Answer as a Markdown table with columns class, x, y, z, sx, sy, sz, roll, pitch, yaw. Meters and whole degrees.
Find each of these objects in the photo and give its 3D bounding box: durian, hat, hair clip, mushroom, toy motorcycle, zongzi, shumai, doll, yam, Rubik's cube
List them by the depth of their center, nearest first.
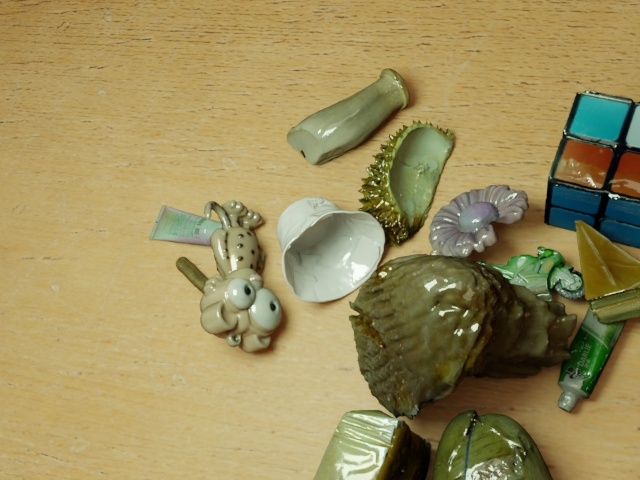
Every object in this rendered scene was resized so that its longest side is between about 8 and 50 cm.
| class | x | y | z | sx | sy | sz | roll | pitch | yaw |
| --- | --- | --- | --- | --- | --- | --- | --- | --- | --- |
| zongzi | 0.167 | 0.449 | 1.009 | 0.393 | 0.174 | 0.355 | -22 | 60 | 13 |
| shumai | 0.218 | 0.123 | 1.083 | 0.283 | 0.346 | 0.217 | -14 | 62 | -22 |
| Rubik's cube | 0.474 | -0.112 | 1.145 | 0.184 | 0.167 | 0.180 | 15 | 72 | 19 |
| toy motorcycle | 0.336 | 0.063 | 1.169 | 0.190 | 0.074 | 0.106 | -11 | 57 | 12 |
| hair clip | 0.217 | 0.017 | 1.194 | 0.300 | 0.069 | 0.173 | -52 | 28 | -2 |
| hat | 0.000 | 0.000 | 1.243 | 0.203 | 0.203 | 0.126 | -39 | 42 | -2 |
| doll | -0.148 | 0.057 | 1.258 | 0.119 | 0.154 | 0.277 | -24 | 61 | 31 |
| durian | 0.149 | -0.113 | 1.275 | 0.139 | 0.144 | 0.252 | 20 | 69 | -1 |
| yam | -0.218 | 0.082 | 1.332 | 0.145 | 0.032 | 0.032 | 38 | 82 | 24 |
| mushroom | 0.056 | -0.227 | 1.348 | 0.247 | 0.108 | 0.096 | -32 | 105 | 3 |

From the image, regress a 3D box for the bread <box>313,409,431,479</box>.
| class | x | y | z | sx | sy | sz | roll | pitch | yaw |
| --- | --- | --- | --- | --- | --- | --- | --- | --- | --- |
| bread | 0.078 | 0.364 | 1.047 | 0.110 | 0.192 | 0.209 | 17 | 71 | 33 |

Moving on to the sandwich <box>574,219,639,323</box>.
| class | x | y | z | sx | sy | sz | roll | pitch | yaw |
| --- | --- | --- | --- | --- | --- | --- | --- | --- | --- |
| sandwich | 0.468 | 0.034 | 1.101 | 0.114 | 0.079 | 0.163 | -17 | 45 | 28 |

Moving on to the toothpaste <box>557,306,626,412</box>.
| class | x | y | z | sx | sy | sz | roll | pitch | yaw |
| --- | --- | --- | --- | --- | --- | --- | --- | --- | --- |
| toothpaste | 0.433 | 0.155 | 1.118 | 0.078 | 0.047 | 0.247 | 21 | 73 | 36 |

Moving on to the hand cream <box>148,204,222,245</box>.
| class | x | y | z | sx | sy | sz | roll | pitch | yaw |
| --- | --- | --- | --- | --- | --- | --- | --- | --- | --- |
| hand cream | -0.255 | -0.024 | 1.382 | 0.174 | 0.047 | 0.076 | 10 | 72 | 28 |
